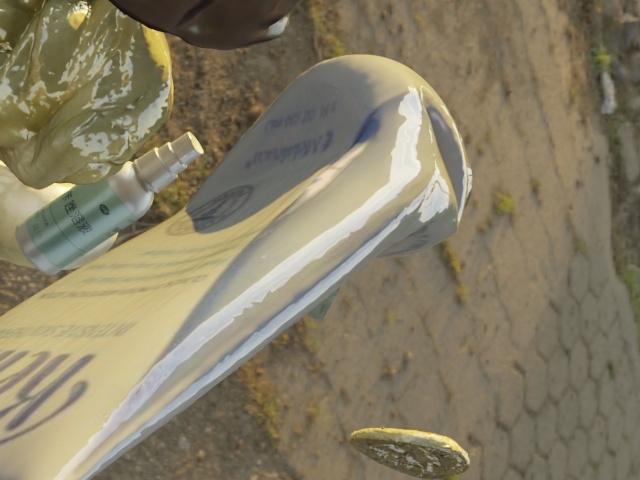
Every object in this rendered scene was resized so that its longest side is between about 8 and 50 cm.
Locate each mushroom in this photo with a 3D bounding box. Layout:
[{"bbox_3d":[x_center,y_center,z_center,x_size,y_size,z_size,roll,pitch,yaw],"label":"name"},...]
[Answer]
[{"bbox_3d":[-0.622,-0.083,1.901,0.325,0.353,0.353,-29,115,-33],"label":"mushroom"}]

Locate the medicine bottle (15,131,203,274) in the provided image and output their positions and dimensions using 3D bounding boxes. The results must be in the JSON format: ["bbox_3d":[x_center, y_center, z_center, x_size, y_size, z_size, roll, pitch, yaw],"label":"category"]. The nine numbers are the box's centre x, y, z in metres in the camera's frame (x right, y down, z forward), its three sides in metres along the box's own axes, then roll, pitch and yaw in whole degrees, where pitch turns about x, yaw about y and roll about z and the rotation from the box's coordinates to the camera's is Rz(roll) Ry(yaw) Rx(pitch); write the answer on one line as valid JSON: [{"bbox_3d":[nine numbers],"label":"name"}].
[{"bbox_3d":[-0.361,-0.075,1.540,0.110,0.352,0.110,56,7,-11],"label":"medicine bottle"}]

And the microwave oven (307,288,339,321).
[{"bbox_3d":[0.000,0.000,1.357,0.208,0.122,0.162,-63,179,5],"label":"microwave oven"}]

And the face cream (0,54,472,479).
[{"bbox_3d":[-0.062,0.020,0.477,0.420,0.235,0.137,-39,112,-40],"label":"face cream"}]

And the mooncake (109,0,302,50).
[{"bbox_3d":[-0.110,-0.401,0.852,0.351,0.212,0.381,21,64,-29],"label":"mooncake"}]

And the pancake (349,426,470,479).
[{"bbox_3d":[0.113,0.269,1.125,0.158,0.158,0.028,46,50,-43],"label":"pancake"}]

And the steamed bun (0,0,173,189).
[{"bbox_3d":[-0.355,-0.227,1.046,0.230,0.325,0.372,-21,81,-53],"label":"steamed bun"}]
